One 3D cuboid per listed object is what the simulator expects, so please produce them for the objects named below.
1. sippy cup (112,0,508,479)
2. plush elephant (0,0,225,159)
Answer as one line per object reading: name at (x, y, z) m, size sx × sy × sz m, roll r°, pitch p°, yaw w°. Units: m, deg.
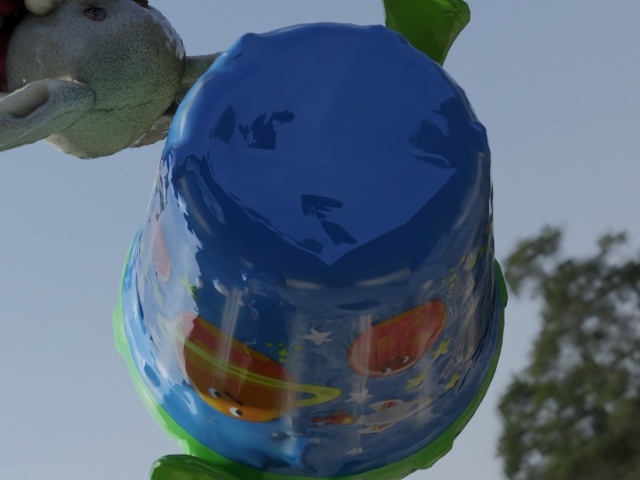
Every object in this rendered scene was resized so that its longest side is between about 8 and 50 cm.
sippy cup at (0.000, 0.000, 1.030) m, size 0.240 × 0.305 × 0.224 m, roll -11°, pitch -25°, yaw -9°
plush elephant at (-0.202, -0.151, 1.231) m, size 0.255 × 0.330 × 0.272 m, roll 1°, pitch 13°, yaw 24°
